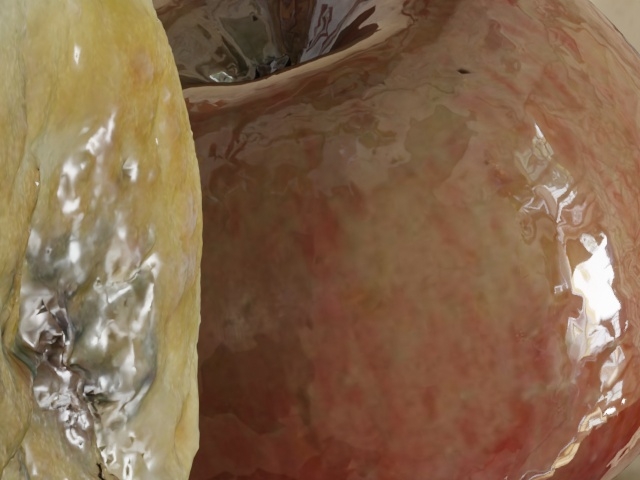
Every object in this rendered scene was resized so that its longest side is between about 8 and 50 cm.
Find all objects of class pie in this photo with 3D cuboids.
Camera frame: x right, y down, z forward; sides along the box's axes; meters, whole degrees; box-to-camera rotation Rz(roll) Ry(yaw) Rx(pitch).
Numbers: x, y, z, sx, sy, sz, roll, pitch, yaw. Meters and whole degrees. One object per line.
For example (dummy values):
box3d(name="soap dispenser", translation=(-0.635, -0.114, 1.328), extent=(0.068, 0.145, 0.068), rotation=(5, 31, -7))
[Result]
box3d(name="pie", translation=(-0.076, 0.013, 0.468), extent=(0.052, 0.185, 0.218), rotation=(1, -32, 16))

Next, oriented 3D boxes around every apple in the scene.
box3d(name="apple", translation=(0.000, 0.000, 0.822), extent=(0.345, 0.345, 0.269), rotation=(-3, -74, 21))
